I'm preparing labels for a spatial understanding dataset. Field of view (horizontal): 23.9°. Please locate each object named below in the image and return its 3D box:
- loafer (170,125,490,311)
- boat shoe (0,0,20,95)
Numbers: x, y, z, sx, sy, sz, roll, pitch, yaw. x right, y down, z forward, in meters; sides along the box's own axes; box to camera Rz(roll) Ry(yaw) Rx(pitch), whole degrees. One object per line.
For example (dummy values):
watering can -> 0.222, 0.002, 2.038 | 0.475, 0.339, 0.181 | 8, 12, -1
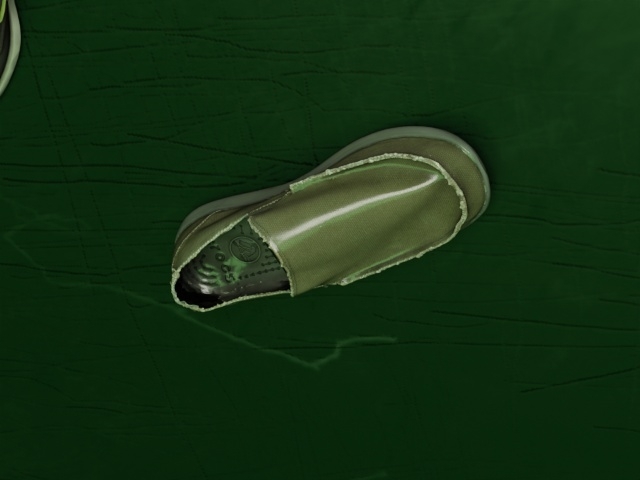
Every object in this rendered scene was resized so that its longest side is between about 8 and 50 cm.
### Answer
loafer -> 0.000, 0.000, 1.035 | 0.251, 0.087, 0.094 | -21, 112, 29
boat shoe -> -0.247, -0.171, 1.025 | 0.081, 0.069, 0.228 | 21, 125, 6
